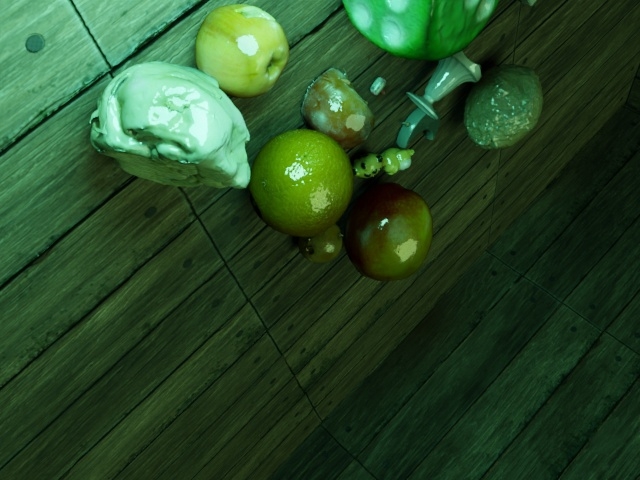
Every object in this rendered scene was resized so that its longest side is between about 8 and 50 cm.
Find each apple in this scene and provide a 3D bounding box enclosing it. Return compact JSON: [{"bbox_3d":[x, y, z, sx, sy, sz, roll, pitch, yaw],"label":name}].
[{"bbox_3d":[-0.148,-0.366,1.247,0.199,0.199,0.199,-37,150,-26],"label":"apple"}]

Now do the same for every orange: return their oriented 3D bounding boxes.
[{"bbox_3d":[-0.048,-0.139,1.596,0.274,0.274,0.274,-37,150,-26],"label":"orange"}]

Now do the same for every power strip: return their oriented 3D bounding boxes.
[{"bbox_3d":[0.323,-0.376,2.110,0.216,0.044,0.137,-20,139,-46],"label":"power strip"}]

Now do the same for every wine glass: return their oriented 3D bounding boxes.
[{"bbox_3d":[0.366,-0.480,1.942,0.196,0.165,0.165,-47,154,9],"label":"wine glass"}]

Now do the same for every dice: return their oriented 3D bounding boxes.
[{"bbox_3d":[0.227,-0.599,1.417,0.300,0.287,0.297,-38,151,-26],"label":"dice"}]

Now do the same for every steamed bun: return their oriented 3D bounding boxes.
[{"bbox_3d":[-0.269,-0.222,1.208,0.280,0.267,0.207,37,62,-69],"label":"steamed bun"}]

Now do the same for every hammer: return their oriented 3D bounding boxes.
[{"bbox_3d":[0.169,-0.431,1.828,0.053,0.031,0.083,-52,164,8],"label":"hammer"}]

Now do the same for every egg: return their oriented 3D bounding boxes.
[{"bbox_3d":[0.639,-0.464,2.245,0.279,0.279,0.311,12,104,-60],"label":"egg"}]

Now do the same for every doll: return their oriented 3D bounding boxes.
[{"bbox_3d":[0.197,-0.245,2.037,0.117,0.086,0.291,-20,179,40],"label":"doll"}]

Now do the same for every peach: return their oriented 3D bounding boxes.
[{"bbox_3d":[0.228,-0.033,2.142,0.307,0.307,0.333,-14,119,-50],"label":"peach"}]

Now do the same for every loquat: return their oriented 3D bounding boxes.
[{"bbox_3d":[0.000,0.000,1.984,0.141,0.141,0.141,-37,150,-26],"label":"loquat"}]

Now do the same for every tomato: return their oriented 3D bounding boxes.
[{"bbox_3d":[0.062,-0.321,1.666,0.181,0.155,0.214,-49,155,4],"label":"tomato"}]

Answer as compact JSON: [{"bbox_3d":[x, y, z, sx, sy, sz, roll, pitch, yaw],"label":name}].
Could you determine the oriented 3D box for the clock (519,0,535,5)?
[{"bbox_3d":[0.690,-0.874,1.982,0.231,0.116,0.262,-55,152,10],"label":"clock"}]
